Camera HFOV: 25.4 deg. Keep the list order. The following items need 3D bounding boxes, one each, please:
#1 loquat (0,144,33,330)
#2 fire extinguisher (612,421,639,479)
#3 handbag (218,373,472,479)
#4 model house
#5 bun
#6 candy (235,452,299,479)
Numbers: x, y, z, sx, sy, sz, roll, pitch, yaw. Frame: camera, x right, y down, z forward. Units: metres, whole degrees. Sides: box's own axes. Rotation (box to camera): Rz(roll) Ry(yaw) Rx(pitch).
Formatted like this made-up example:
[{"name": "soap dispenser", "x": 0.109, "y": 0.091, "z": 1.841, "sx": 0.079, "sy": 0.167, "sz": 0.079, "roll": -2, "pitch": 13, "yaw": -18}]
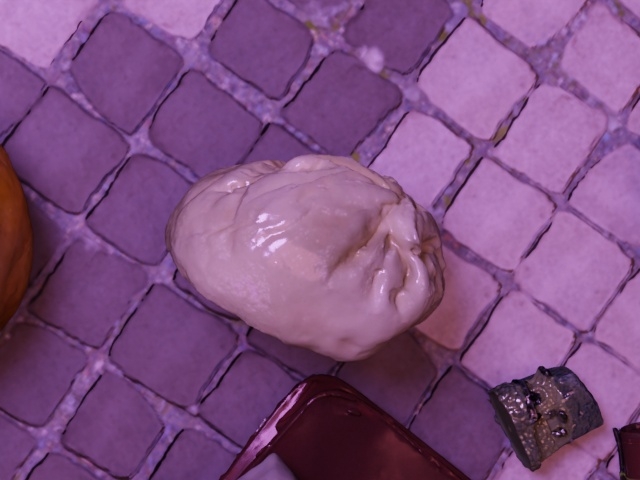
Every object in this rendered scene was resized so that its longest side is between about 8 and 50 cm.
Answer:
[{"name": "loquat", "x": -0.330, "y": 0.001, "z": 1.064, "sx": 0.238, "sy": 0.193, "sz": 0.238, "roll": 4, "pitch": 108, "yaw": 11}, {"name": "fire extinguisher", "x": 0.287, "y": 0.228, "z": 1.242, "sx": 0.056, "sy": 0.039, "sz": 0.132, "roll": -6, "pitch": 97, "yaw": 25}, {"name": "handbag", "x": 0.011, "y": 0.284, "z": 1.191, "sx": 0.260, "sy": 0.084, "sz": 0.275, "roll": 41, "pitch": 89, "yaw": -12}, {"name": "model house", "x": 0.194, "y": 0.143, "z": 1.209, "sx": 0.083, "sy": 0.066, "sz": 0.079, "roll": -26, "pitch": 99, "yaw": -7}, {"name": "bun", "x": 0.000, "y": 0.000, "z": 1.092, "sx": 0.229, "sy": 0.229, "sz": 0.145, "roll": 30, "pitch": 103, "yaw": -9}, {"name": "candy", "x": -0.007, "y": 0.358, "z": 1.083, "sx": 0.208, "sy": 0.145, "sz": 0.359, "roll": -39, "pitch": 104, "yaw": -2}]
